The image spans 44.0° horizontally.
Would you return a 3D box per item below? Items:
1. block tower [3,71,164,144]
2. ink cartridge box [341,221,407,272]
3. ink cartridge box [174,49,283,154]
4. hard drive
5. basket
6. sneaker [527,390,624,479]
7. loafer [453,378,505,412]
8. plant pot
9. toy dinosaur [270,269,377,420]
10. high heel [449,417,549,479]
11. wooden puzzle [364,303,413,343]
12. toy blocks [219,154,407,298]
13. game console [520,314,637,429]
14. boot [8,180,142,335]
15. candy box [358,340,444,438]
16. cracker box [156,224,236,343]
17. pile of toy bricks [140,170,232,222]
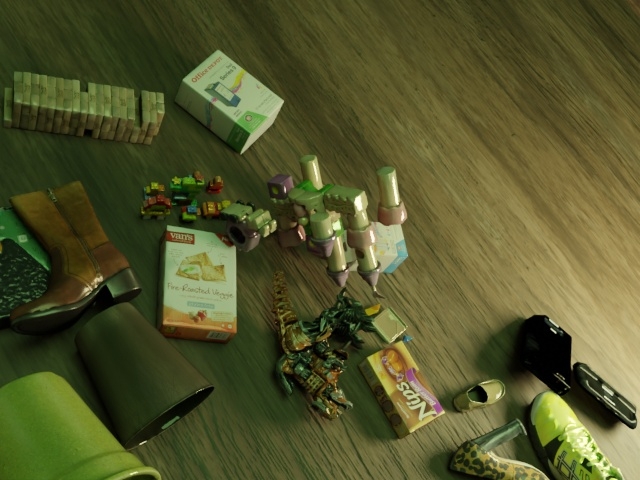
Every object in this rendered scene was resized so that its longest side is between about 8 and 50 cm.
[{"bbox_3d":[-0.520,-0.290,1.754,0.335,0.097,0.091,3,59,-23],"label":"block tower"},{"bbox_3d":[0.117,0.016,1.883,0.143,0.090,0.092,4,60,-25],"label":"ink cartridge box"},{"bbox_3d":[-0.223,-0.339,1.932,0.212,0.093,0.154,38,52,2],"label":"ink cartridge box"},{"bbox_3d":[-0.625,0.054,1.511,0.338,0.064,0.237,-14,68,-31],"label":"hard drive"},{"bbox_3d":[-0.343,0.241,1.485,0.204,0.154,0.227,-28,72,-37],"label":"basket"},{"bbox_3d":[0.605,0.510,1.785,0.145,0.147,0.385,-11,64,-29],"label":"sneaker"},{"bbox_3d":[0.375,0.357,1.826,0.148,0.050,0.056,-16,69,-33],"label":"loafer"},{"bbox_3d":[-0.446,0.367,1.305,0.276,0.276,0.254,-23,61,-35],"label":"plant pot"},{"bbox_3d":[-0.010,0.208,1.675,0.218,0.164,0.322,-24,95,-18],"label":"toy dinosaur"},{"bbox_3d":[0.402,0.543,1.728,0.186,0.093,0.261,-23,85,-12],"label":"high heel"},{"bbox_3d":[0.157,0.196,1.841,0.078,0.014,0.116,-28,76,-31],"label":"wooden puzzle"},{"bbox_3d":[0.000,0.000,1.736,0.288,0.260,0.309,14,38,38],"label":"toy blocks"},{"bbox_3d":[0.637,0.338,1.940,0.361,0.044,0.213,39,33,-4],"label":"game console"},{"bbox_3d":[-0.508,0.021,1.490,0.264,0.096,0.280,-25,73,-35],"label":"boot"},{"bbox_3d":[0.177,0.327,1.746,0.109,0.053,0.187,-19,70,-34],"label":"candy box"},{"bbox_3d":[-0.259,0.091,1.665,0.155,0.067,0.232,9,57,-22],"label":"cracker box"},{"bbox_3d":[-0.289,-0.110,1.749,0.212,0.105,0.118,0,61,-26],"label":"pile of toy bricks"}]
